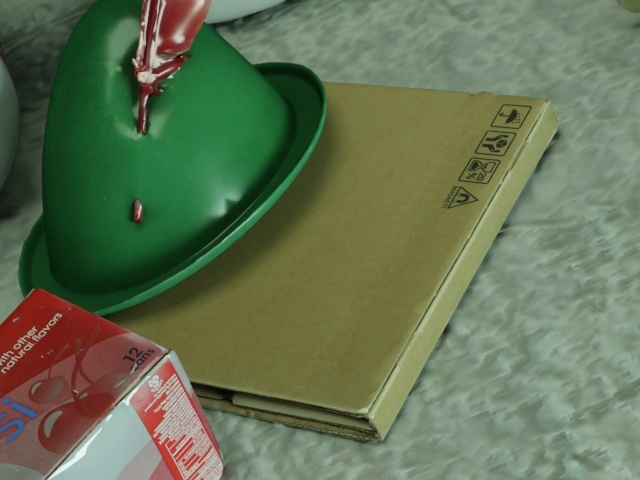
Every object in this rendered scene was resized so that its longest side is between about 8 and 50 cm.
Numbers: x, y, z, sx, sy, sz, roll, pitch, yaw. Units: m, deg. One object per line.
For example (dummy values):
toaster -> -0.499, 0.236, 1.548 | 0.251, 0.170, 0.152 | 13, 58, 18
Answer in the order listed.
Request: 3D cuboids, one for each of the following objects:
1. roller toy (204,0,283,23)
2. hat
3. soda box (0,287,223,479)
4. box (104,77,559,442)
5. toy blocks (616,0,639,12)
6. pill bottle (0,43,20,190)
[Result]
roller toy -> -0.069, -0.230, 1.121 | 0.209, 0.146, 0.191 | -15, 40, 11
hat -> -0.108, -0.097, 0.940 | 0.208, 0.183, 0.173 | -47, 32, -19
soda box -> -0.160, 0.145, 0.807 | 0.092, 0.083, 0.263 | 21, 57, 39
box -> 0.000, 0.000, 0.934 | 0.164, 0.021, 0.201 | 8, 50, 33
toy blocks -> 0.225, -0.118, 0.930 | 0.123, 0.054, 0.148 | -31, 41, -9
pill bottle -> -0.267, -0.127, 1.092 | 0.160, 0.160, 0.283 | -25, 40, -2
